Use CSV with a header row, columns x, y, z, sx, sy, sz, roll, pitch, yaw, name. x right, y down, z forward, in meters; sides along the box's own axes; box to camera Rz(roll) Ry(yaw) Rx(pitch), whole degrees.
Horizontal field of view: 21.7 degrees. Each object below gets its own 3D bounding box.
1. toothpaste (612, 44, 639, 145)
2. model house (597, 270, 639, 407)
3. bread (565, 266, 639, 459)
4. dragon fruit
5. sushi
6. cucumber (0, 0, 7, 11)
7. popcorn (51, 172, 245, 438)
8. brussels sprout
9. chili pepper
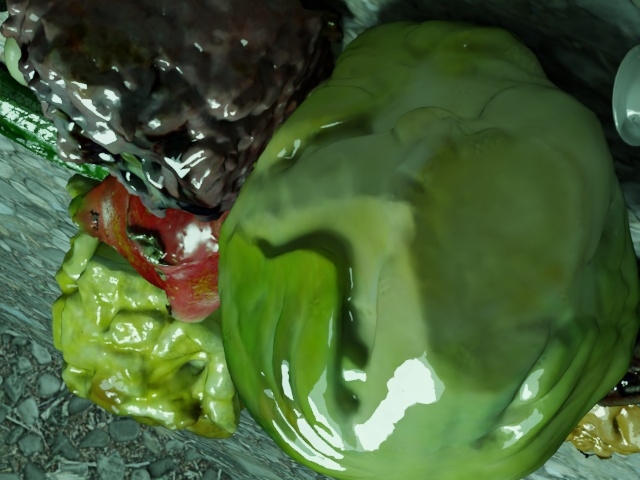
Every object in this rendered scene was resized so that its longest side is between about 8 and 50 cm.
x,y,z,sx,sy,sz,roll,pitch,yaw,name
0.306,-0.062,0.863,0.323,0.066,0.100,10,150,39,toothpaste
0.296,0.078,1.153,0.164,0.141,0.203,41,160,-12,model house
0.200,0.078,1.349,0.229,0.143,0.139,6,140,48,bread
-0.120,-0.055,1.470,0.269,0.198,0.200,50,146,47,dragon fruit
-0.123,-0.126,1.222,0.237,0.170,0.270,28,168,5,sushi
-0.256,-0.223,1.375,0.058,0.052,0.215,53,161,-6,cucumber
-0.164,0.081,1.785,0.293,0.237,0.293,25,170,5,popcorn
0.059,0.019,1.099,0.344,0.268,0.344,56,162,28,brussels sprout
-0.272,-0.114,1.723,0.227,0.059,0.088,28,159,1,chili pepper
